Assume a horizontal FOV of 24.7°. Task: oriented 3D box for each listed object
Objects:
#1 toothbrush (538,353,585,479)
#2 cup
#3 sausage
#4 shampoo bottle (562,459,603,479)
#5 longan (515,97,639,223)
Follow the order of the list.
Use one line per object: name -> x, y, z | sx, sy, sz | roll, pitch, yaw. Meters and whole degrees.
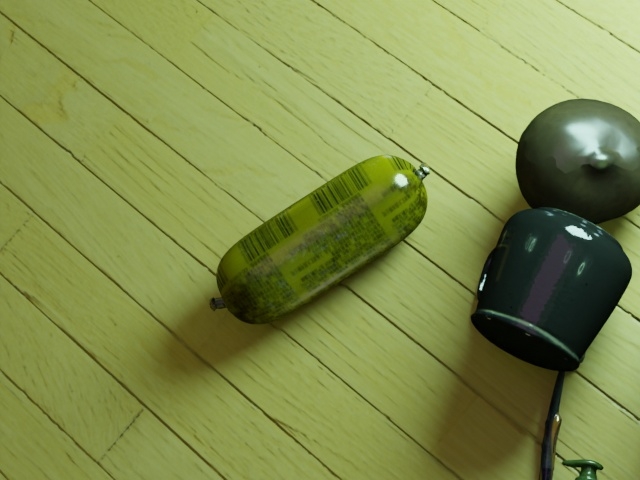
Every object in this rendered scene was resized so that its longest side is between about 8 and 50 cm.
toothbrush -> 0.289, 0.253, 1.825 | 0.031, 0.023, 0.321 | 8, 73, 30
cup -> 0.271, 0.062, 1.828 | 0.223, 0.169, 0.176 | 4, 67, 61
sausage -> 0.000, 0.000, 1.949 | 0.347, 0.123, 0.123 | -32, 65, 4
shampoo bottle -> 0.305, 0.376, 1.739 | 0.118, 0.087, 0.234 | 6, 72, 16
longan -> 0.336, -0.099, 1.860 | 0.189, 0.189, 0.189 | -6, 69, 15
